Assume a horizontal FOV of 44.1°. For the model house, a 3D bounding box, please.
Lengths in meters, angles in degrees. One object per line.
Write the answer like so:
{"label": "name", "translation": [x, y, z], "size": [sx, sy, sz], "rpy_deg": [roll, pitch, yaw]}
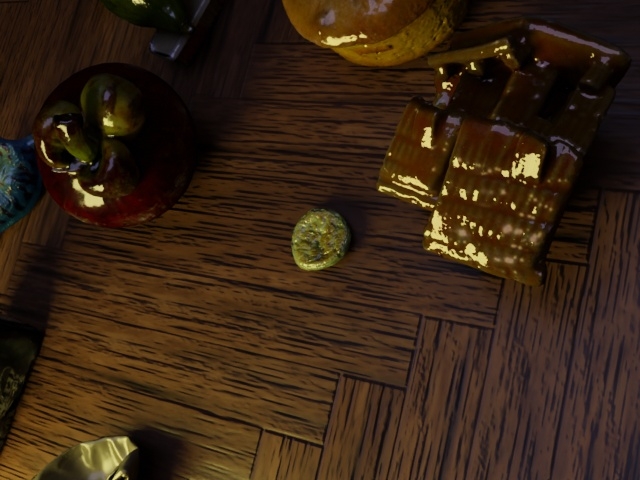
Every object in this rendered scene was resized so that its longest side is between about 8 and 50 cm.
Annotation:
{"label": "model house", "translation": [0.165, -0.085, 0.788], "size": [0.199, 0.219, 0.229], "rpy_deg": [22, 73, 16]}

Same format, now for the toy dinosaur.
{"label": "toy dinosaur", "translation": [-0.481, -0.094, 1.207], "size": [0.144, 0.076, 0.329], "rpy_deg": [34, 91, -1]}

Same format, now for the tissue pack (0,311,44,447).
{"label": "tissue pack", "translation": [-0.521, 0.187, 0.995], "size": [0.123, 0.332, 0.245], "rpy_deg": [17, 82, 22]}

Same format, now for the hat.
{"label": "hat", "translation": [-0.276, 0.338, 0.980], "size": [0.147, 0.085, 0.175], "rpy_deg": [-8, 93, 14]}

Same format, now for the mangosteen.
{"label": "mangosteen", "translation": [-0.267, -0.127, 1.002], "size": [0.215, 0.257, 0.215], "rpy_deg": [0, 83, 1]}

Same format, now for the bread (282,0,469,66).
{"label": "bread", "translation": [0.072, -0.335, 0.955], "size": [0.268, 0.145, 0.268], "rpy_deg": [-11, 66, 26]}

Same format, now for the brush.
{"label": "brush", "translation": [-0.144, -0.397, 1.144], "size": [0.060, 0.050, 0.321], "rpy_deg": [25, 85, 34]}

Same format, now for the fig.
{"label": "fig", "translation": [-0.238, -0.342, 1.090], "size": [0.117, 0.117, 0.177], "rpy_deg": [-47, 62, 8]}

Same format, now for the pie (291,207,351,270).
{"label": "pie", "translation": [0.001, -0.002, 0.958], "size": [0.084, 0.021, 0.084], "rpy_deg": [-11, 68, 29]}
